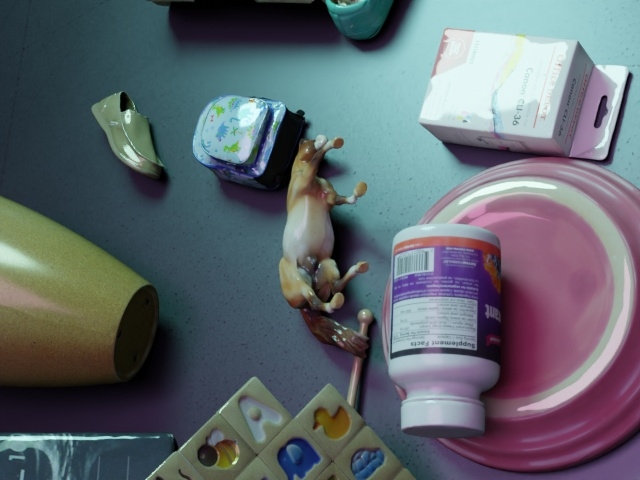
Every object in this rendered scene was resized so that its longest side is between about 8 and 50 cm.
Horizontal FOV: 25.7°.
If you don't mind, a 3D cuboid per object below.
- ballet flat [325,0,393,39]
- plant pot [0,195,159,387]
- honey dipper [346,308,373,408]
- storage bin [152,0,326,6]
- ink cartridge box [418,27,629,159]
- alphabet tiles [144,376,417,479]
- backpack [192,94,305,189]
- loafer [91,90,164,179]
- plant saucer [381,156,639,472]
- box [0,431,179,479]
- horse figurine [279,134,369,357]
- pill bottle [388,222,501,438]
[{"bbox_3d":[0.078,-0.354,1.631,0.083,0.087,0.247,22,84,32],"label":"ballet flat"},{"bbox_3d":[-0.327,0.075,1.639,0.254,0.237,0.237,13,80,17],"label":"plant pot"},{"bbox_3d":[0.036,0.152,1.523,0.031,0.030,0.160,0,70,28],"label":"honey dipper"},{"bbox_3d":[-0.085,-0.409,1.715,0.262,0.123,0.260,6,77,29],"label":"storage bin"},{"bbox_3d":[0.217,-0.157,1.504,0.198,0.067,0.115,10,78,30],"label":"ink cartridge box"},{"bbox_3d":[-0.005,0.308,1.338,0.342,0.011,0.285,49,58,-2],"label":"alphabet tiles"},{"bbox_3d":[-0.094,-0.122,1.647,0.114,0.084,0.105,11,77,33],"label":"backpack"},{"bbox_3d":[-0.235,-0.134,1.740,0.050,0.056,0.148,-47,59,14],"label":"loafer"},{"bbox_3d":[0.206,0.066,1.429,0.332,0.084,0.332,-9,69,25],"label":"plant saucer"},{"bbox_3d":[-0.369,0.447,1.365,0.472,0.297,0.479,-1,68,0],"label":"box"},{"bbox_3d":[0.000,0.000,1.543,0.174,0.066,0.263,162,107,-65],"label":"horse figurine"},{"bbox_3d":[0.120,0.089,1.354,0.108,0.108,0.193,-5,72,26],"label":"pill bottle"}]
